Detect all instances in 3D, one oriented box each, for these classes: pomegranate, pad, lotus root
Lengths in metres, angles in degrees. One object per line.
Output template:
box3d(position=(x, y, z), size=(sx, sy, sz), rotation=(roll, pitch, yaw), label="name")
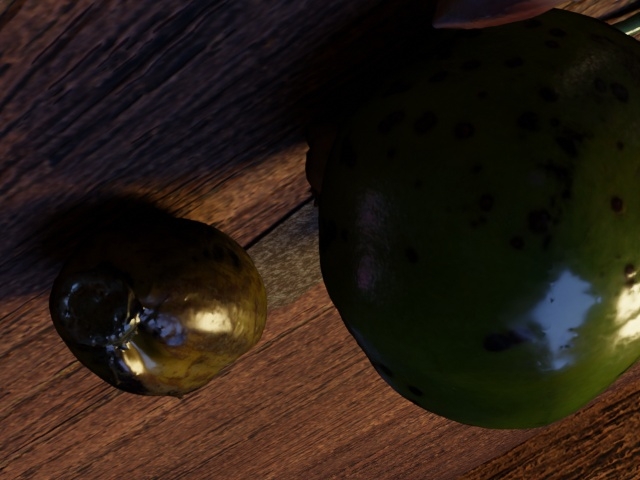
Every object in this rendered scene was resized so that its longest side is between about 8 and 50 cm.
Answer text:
box3d(position=(0.103, -0.016, 0.834), size=(0.270, 0.254, 0.254), rotation=(12, -178, 30), label="pomegranate")
box3d(position=(0.000, 0.000, 1.100), size=(0.235, 0.003, 0.158), rotation=(-37, 159, 32), label="pad")
box3d(position=(-0.100, 0.041, 0.913), size=(0.120, 0.120, 0.209), rotation=(-31, 162, 18), label="lotus root")

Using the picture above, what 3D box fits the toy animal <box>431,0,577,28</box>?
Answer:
box3d(position=(0.158, -0.188, 0.639), size=(0.324, 0.090, 0.195), rotation=(-20, 155, -14), label="toy animal")

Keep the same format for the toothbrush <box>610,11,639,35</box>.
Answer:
box3d(position=(0.215, -0.147, 0.943), size=(0.257, 0.024, 0.018), rotation=(-22, -178, -10), label="toothbrush")
